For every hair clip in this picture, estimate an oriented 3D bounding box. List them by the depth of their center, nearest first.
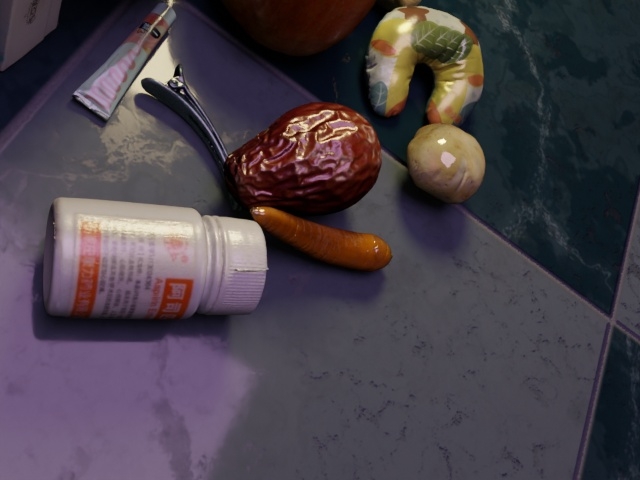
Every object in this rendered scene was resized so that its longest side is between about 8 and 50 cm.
[{"bbox_3d":[-0.166,-0.147,0.994,0.070,0.039,0.230,-34,90,-35],"label":"hair clip"}]

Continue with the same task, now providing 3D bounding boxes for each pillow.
[{"bbox_3d":[0.186,-0.301,1.213,0.233,0.086,0.214,14,84,-25],"label":"pillow"}]

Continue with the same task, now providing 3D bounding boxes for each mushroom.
[{"bbox_3d":[0.204,-0.128,1.139,0.147,0.112,0.148,12,64,-26],"label":"mushroom"}]

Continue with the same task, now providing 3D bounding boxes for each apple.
[{"bbox_3d":[-0.027,-0.456,1.047,0.301,0.301,0.302,10,67,-24],"label":"apple"}]

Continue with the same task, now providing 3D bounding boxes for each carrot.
[{"bbox_3d":[0.000,0.000,0.993,0.271,0.066,0.062,16,102,-34],"label":"carrot"}]

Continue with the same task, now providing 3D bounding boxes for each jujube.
[{"bbox_3d":[-0.027,-0.109,0.985,0.236,0.168,0.168,-21,82,-27],"label":"jujube"}]

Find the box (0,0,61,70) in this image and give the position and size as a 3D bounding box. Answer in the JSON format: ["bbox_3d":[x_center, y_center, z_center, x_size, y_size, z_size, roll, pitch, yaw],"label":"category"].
[{"bbox_3d":[-0.452,-0.374,0.830,0.274,0.203,0.116,38,57,-11],"label":"box"}]

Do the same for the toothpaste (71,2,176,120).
[{"bbox_3d":[-0.273,-0.260,0.984,0.056,0.036,0.205,35,63,-14],"label":"toothpaste"}]

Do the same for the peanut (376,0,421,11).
[{"bbox_3d":[0.107,-0.544,1.245,0.136,0.120,0.299,-10,79,-54],"label":"peanut"}]

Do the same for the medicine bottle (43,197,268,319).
[{"bbox_3d":[-0.202,0.025,0.847,0.251,0.144,0.145,2,70,-27],"label":"medicine bottle"}]
